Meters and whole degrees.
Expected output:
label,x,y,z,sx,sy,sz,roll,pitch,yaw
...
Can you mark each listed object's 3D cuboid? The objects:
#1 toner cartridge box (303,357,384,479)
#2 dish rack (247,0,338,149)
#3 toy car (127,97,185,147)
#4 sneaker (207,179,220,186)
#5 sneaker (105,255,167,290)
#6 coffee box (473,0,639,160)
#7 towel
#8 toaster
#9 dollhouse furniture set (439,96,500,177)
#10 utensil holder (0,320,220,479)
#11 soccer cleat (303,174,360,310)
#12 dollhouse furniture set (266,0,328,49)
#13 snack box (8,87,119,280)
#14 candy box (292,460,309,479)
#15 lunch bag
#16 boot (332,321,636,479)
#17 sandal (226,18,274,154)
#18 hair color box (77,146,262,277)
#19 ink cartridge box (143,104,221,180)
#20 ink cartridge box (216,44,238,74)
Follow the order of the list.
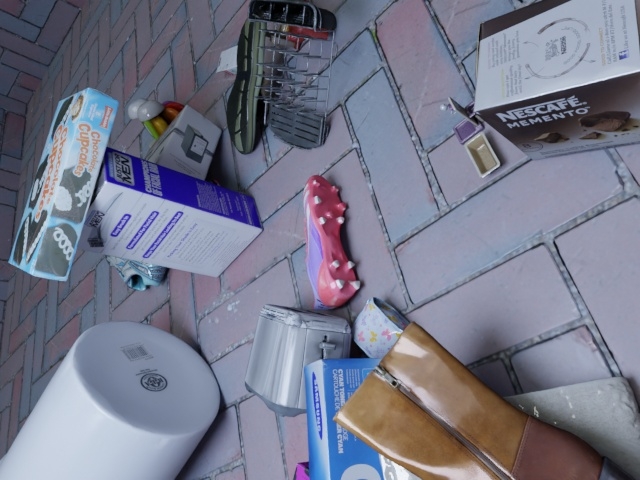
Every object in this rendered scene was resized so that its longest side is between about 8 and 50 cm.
label,x,y,z,sx,sy,sz,roll,pitch,yaw
toner cartridge box,0.075,0.324,0.613,0.075,0.165,0.347,134,136,-59
dish rack,-0.060,-0.318,0.975,0.208,0.074,0.271,31,124,42
toy car,-0.435,-0.334,1.402,0.136,0.159,0.182,-43,38,-20
sneaker,-0.300,-0.073,1.206,0.063,0.075,0.170,40,106,45
sneaker,-0.514,0.074,1.360,0.283,0.110,0.122,-4,78,46
coffee box,0.334,-0.185,0.517,0.297,0.168,0.118,-3,75,45
towel,0.207,0.263,0.530,0.282,0.049,0.187,-16,65,16
toaster,-0.039,0.184,0.797,0.227,0.129,0.146,-4,74,66
dollhouse furniture set,0.219,-0.157,0.689,0.091,0.081,0.114,-37,53,32
utensil holder,-0.427,0.405,1.006,0.385,0.328,0.327,-54,46,15
soccer cleat,0.000,0.000,0.872,0.095,0.083,0.248,-36,57,39
dollhouse furniture set,0.026,-0.559,1.005,0.201,0.152,0.374,50,131,42
snack box,-0.460,-0.100,0.890,0.187,0.060,0.322,6,80,48
candy box,0.010,0.463,0.713,0.159,0.071,0.233,12,85,47
lunch bag,0.091,0.135,0.751,0.083,0.053,0.071,41,110,35
boot,0.119,0.253,0.487,0.280,0.096,0.264,32,84,30
sandal,-0.141,-0.337,1.108,0.120,0.086,0.302,36,119,50
hair color box,-0.311,-0.043,1.014,0.185,0.339,0.110,-43,51,28
ink cartridge box,-0.361,-0.166,1.207,0.198,0.115,0.273,-35,33,33
ink cartridge box,-0.222,-0.463,1.287,0.115,0.029,0.062,7,83,48
